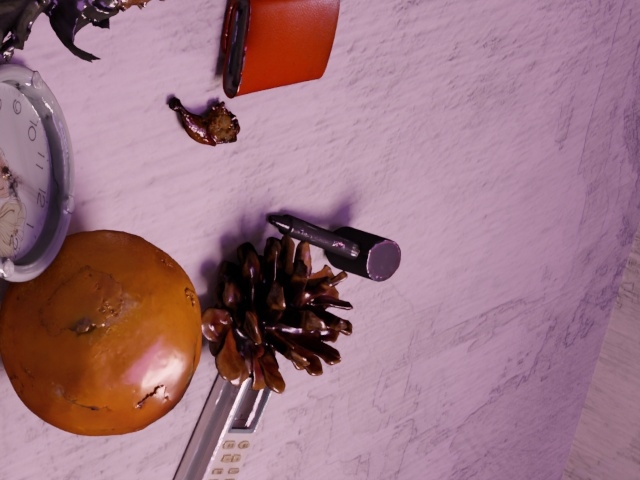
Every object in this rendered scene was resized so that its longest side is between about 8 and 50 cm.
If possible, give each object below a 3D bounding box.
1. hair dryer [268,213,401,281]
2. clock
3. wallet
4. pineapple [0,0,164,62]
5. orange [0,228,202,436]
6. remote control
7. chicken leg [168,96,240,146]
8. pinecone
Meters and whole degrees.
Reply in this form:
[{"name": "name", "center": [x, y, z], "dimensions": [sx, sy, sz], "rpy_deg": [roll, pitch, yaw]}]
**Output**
[{"name": "hair dryer", "center": [0.001, 0.001, 2.167], "dimensions": [0.248, 0.114, 0.071], "rpy_deg": [17, 90, -41]}, {"name": "clock", "center": [-0.342, -0.073, 1.529], "dimensions": [0.236, 0.053, 0.236], "rpy_deg": [-1, 90, -72]}, {"name": "wallet", "center": [-0.054, -0.272, 1.892], "dimensions": [0.204, 0.045, 0.142], "rpy_deg": [-21, 127, -52]}, {"name": "pineapple", "center": [-0.248, -0.276, 1.474], "dimensions": [0.310, 0.141, 0.170], "rpy_deg": [-35, 103, -35]}, {"name": "orange", "center": [-0.256, 0.108, 1.665], "dimensions": [0.246, 0.246, 0.246], "rpy_deg": [-38, 141, -39]}, {"name": "remote control", "center": [-0.150, 0.313, 2.170], "dimensions": [0.103, 0.055, 0.277], "rpy_deg": [16, 99, -61]}, {"name": "chicken leg", "center": [-0.148, -0.153, 1.842], "dimensions": [0.145, 0.037, 0.062], "rpy_deg": [-3, 92, -58]}, {"name": "pinecone", "center": [-0.056, 0.104, 2.029], "dimensions": [0.202, 0.201, 0.229], "rpy_deg": [11, 78, -74]}]
